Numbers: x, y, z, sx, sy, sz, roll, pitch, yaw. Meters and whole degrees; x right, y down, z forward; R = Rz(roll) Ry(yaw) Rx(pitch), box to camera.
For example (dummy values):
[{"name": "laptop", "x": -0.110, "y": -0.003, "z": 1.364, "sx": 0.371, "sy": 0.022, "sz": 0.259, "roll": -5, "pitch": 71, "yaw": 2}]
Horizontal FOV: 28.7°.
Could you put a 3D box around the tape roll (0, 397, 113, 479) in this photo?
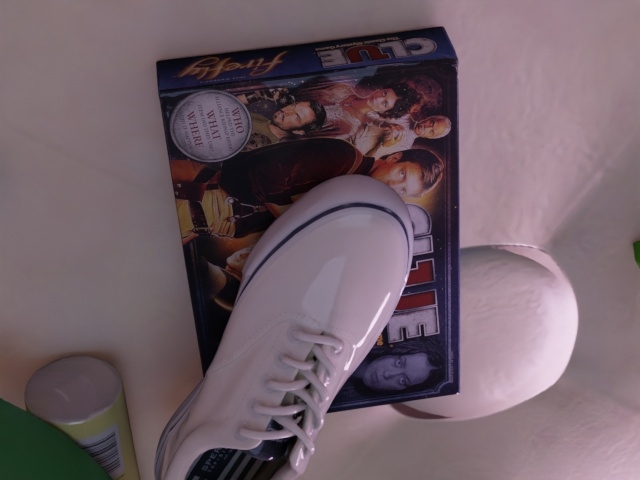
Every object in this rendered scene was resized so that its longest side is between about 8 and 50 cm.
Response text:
[{"name": "tape roll", "x": -0.275, "y": 0.216, "z": 0.789, "sx": 0.321, "sy": 0.077, "sz": 0.321, "roll": 2, "pitch": 129, "yaw": 3}]

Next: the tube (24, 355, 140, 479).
[{"name": "tube", "x": -0.153, "y": 0.184, "z": 0.841, "sx": 0.062, "sy": 0.070, "sz": 0.240, "roll": -38, "pitch": 140, "yaw": -39}]

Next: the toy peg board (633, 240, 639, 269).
[{"name": "toy peg board", "x": 0.261, "y": 0.071, "z": 0.779, "sx": 0.079, "sy": 0.161, "sz": 0.161, "roll": -22, "pitch": 125, "yaw": 24}]

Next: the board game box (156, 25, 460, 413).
[{"name": "board game box", "x": 0.000, "y": 0.000, "z": 0.748, "sx": 0.165, "sy": 0.042, "sz": 0.243, "roll": -8, "pitch": 124, "yaw": -4}]

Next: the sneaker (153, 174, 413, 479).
[{"name": "sneaker", "x": -0.019, "y": 0.083, "z": 0.718, "sx": 0.094, "sy": 0.091, "sz": 0.258, "roll": 18, "pitch": 119, "yaw": -20}]
